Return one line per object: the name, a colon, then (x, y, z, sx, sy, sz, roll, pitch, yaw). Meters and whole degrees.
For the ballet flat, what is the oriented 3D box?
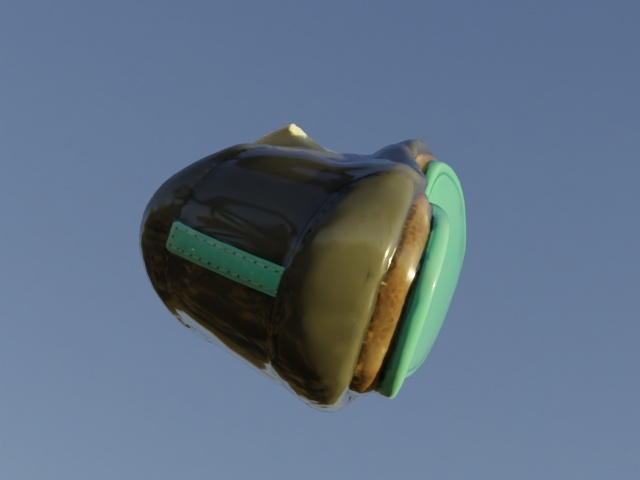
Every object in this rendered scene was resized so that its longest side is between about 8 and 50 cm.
ballet flat: (0.000, 0.000, 0.513, 0.096, 0.095, 0.280, 18, -1, 7)
